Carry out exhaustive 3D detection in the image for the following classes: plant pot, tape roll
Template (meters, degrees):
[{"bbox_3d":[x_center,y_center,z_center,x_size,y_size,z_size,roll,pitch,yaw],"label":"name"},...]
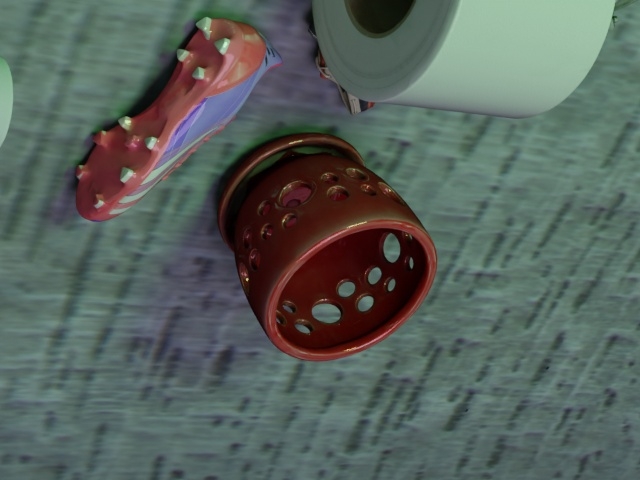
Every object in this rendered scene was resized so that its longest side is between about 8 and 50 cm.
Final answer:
[{"bbox_3d":[0.000,0.000,1.712,0.191,0.174,0.191,-16,135,-16],"label":"plant pot"},{"bbox_3d":[0.124,-0.237,1.509,0.169,0.246,0.246,4,127,-32],"label":"tape roll"}]

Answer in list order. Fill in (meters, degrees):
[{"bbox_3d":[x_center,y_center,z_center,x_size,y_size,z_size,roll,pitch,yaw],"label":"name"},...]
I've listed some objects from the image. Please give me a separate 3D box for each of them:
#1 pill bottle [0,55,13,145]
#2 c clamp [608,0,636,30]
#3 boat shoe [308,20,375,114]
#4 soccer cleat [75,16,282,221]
[{"bbox_3d":[-0.378,-0.126,1.410,0.221,0.124,0.124,4,127,-34],"label":"pill bottle"},{"bbox_3d":[0.301,-0.280,1.736,0.137,0.022,0.161,-26,138,-5],"label":"c clamp"},{"bbox_3d":[0.020,-0.171,1.659,0.043,0.049,0.137,-35,143,7],"label":"boat shoe"},{"bbox_3d":[-0.137,-0.105,1.607,0.248,0.083,0.095,-50,140,15],"label":"soccer cleat"}]
